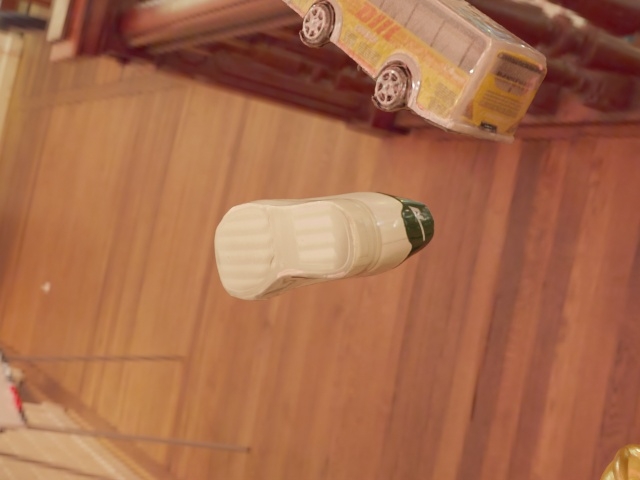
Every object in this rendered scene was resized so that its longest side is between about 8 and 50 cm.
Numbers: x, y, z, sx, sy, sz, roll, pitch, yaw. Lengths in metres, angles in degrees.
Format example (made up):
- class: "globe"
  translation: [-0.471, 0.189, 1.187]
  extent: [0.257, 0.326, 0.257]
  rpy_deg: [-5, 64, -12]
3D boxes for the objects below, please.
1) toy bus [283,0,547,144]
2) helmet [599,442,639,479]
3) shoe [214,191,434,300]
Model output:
- class: "toy bus"
  translation: [0.071, -0.175, 0.972]
  extent: [0.268, 0.092, 0.106]
  rpy_deg: [48, 119, 43]
- class: "helmet"
  translation: [0.527, 0.398, 1.868]
  extent: [0.257, 0.205, 0.140]
  rpy_deg: [-21, -93, -81]
- class: "shoe"
  translation: [0.000, 0.000, 1.508]
  extent: [0.363, 0.160, 0.132]
  rpy_deg: [-10, 89, 56]
